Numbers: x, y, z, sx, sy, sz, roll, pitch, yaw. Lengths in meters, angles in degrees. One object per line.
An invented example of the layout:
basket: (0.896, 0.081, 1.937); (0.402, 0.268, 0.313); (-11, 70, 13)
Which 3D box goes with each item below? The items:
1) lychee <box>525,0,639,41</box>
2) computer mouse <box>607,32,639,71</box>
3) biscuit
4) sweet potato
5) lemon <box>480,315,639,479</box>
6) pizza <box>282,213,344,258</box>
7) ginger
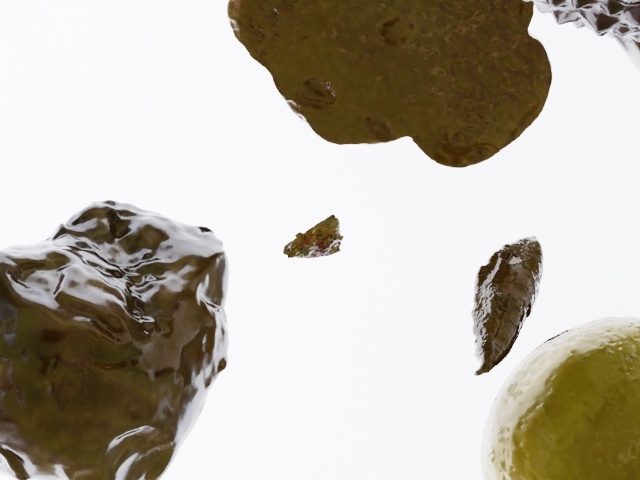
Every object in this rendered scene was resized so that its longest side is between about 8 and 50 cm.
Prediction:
lychee: (0.165, -0.215, 0.538); (0.236, 0.271, 0.235); (-1, -65, -2)
computer mouse: (0.237, -0.206, 0.841); (0.126, 0.056, 0.245); (51, -143, -24)
biscuit: (0.063, -0.216, 1.071); (0.376, 0.269, 0.051); (40, -157, -24)
sweet potato: (0.176, 0.059, 1.080); (0.068, 0.060, 0.206); (35, -136, -11)
lemon: (0.293, 0.199, 1.147); (0.263, 0.236, 0.235); (-14, -84, -31)
pizza: (0.000, 0.001, 1.358); (0.083, 0.078, 0.025); (-3, -125, -30)
ginger: (-0.195, 0.109, 0.994); (0.269, 0.200, 0.223); (-29, -43, -58)
